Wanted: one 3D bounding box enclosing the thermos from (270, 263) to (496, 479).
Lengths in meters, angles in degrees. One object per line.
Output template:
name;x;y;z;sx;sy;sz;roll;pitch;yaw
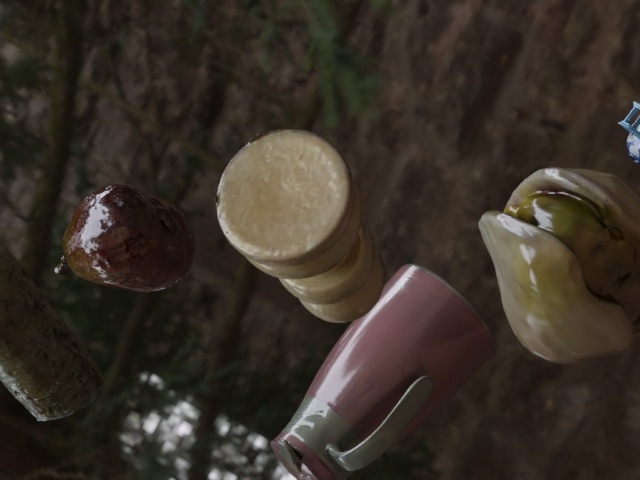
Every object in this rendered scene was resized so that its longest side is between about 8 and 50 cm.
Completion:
thermos;0.065;0.167;1.632;0.265;0.146;0.176;-46;17;-18

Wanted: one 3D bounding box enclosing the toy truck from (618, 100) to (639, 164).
toy truck;0.360;-0.114;1.588;0.056;0.073;0.090;-53;-36;0

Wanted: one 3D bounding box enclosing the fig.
fig;-0.297;0.007;2.044;0.170;0.274;0.145;18;-113;-38

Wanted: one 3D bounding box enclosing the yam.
yam;-0.250;0.080;1.216;0.078;0.078;0.179;-51;-50;-27

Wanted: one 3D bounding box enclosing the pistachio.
pistachio;0.254;0.022;1.493;0.166;0.197;0.288;-48;-32;-16

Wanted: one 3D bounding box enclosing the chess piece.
chess piece;0.000;0.000;1.003;0.094;0.094;0.170;-59;-26;-10
